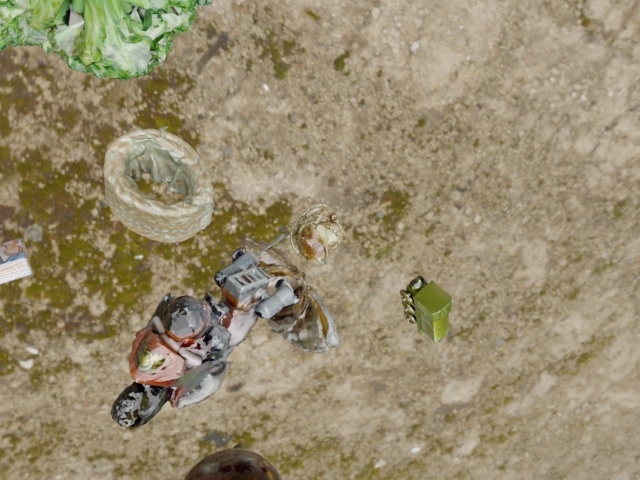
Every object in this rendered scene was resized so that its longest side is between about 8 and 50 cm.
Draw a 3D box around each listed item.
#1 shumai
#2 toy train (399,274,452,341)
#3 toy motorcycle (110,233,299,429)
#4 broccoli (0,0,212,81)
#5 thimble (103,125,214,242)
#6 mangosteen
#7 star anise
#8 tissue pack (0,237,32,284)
[{"bbox_3d":[-0.003,0.002,1.311,0.145,0.116,0.145,-5,118,-10],"label":"shumai"},{"bbox_3d":[0.293,0.190,1.547,0.090,0.137,0.225,-38,145,-13],"label":"toy train"},{"bbox_3d":[-0.149,0.113,0.867,0.401,0.134,0.207,-35,153,-43],"label":"toy motorcycle"},{"bbox_3d":[-0.199,-0.276,0.394,0.308,0.275,0.308,1,103,3],"label":"broccoli"},{"bbox_3d":[-0.338,-0.112,1.175,0.196,0.229,0.148,-37,169,-25],"label":"thimble"},{"bbox_3d":[-0.193,0.538,1.217,0.231,0.289,0.231,-4,110,-11],"label":"mangosteen"},{"bbox_3d":[-0.076,0.126,1.242,0.117,0.332,0.332,-35,132,9],"label":"star anise"},{"bbox_3d":[-0.799,0.061,1.378,0.155,0.115,0.065,-22,127,-22],"label":"tissue pack"}]
